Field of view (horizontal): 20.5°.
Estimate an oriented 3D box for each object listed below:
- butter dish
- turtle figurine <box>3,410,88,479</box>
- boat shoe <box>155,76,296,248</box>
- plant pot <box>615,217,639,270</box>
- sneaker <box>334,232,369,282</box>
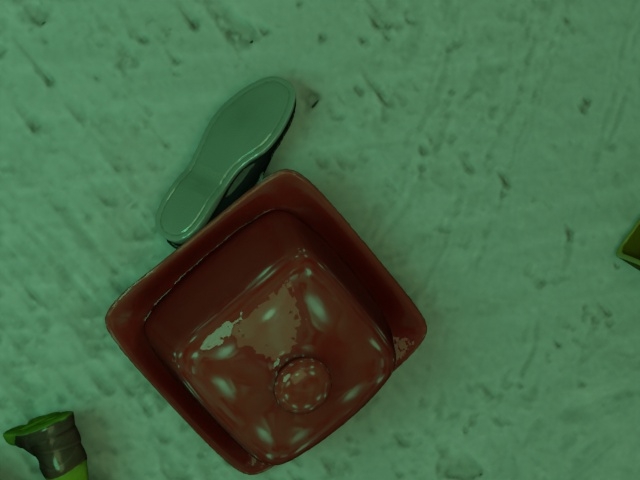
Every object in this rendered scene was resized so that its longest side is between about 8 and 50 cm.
[{"bbox_3d":[-0.023,0.068,1.076,0.160,0.118,0.160,-39,114,2],"label":"butter dish"},{"bbox_3d":[-0.168,0.230,1.090,0.269,0.087,0.217,-27,100,-8],"label":"turtle figurine"},{"bbox_3d":[-0.054,-0.045,1.113,0.046,0.038,0.125,29,82,28],"label":"boat shoe"},{"bbox_3d":[0.263,0.007,1.167,0.083,0.081,0.081,37,87,-23],"label":"plant pot"},{"bbox_3d":[0.000,0.000,1.137,0.035,0.031,0.083,-35,108,18],"label":"sneaker"}]
